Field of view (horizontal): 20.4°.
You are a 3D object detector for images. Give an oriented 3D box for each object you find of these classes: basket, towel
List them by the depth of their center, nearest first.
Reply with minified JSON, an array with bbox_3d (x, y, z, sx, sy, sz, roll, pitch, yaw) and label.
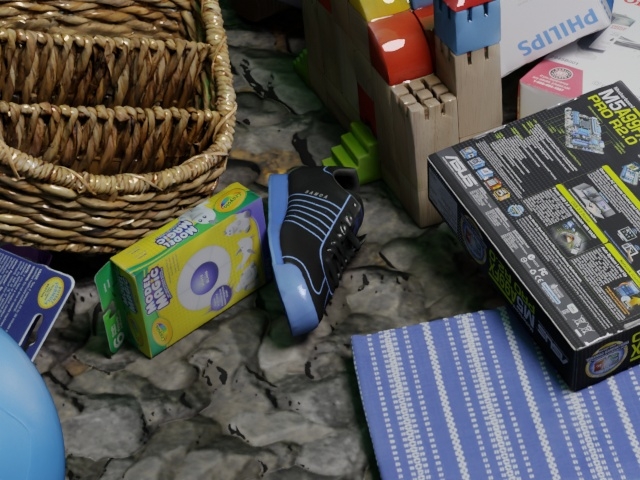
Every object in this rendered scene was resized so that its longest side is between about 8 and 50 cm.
[{"bbox_3d":[0.207,0.142,1.546,0.336,0.040,0.243,-11,41,-3],"label":"towel"},{"bbox_3d":[-0.228,-0.130,1.708,0.299,0.223,0.213,2,37,-32],"label":"basket"}]

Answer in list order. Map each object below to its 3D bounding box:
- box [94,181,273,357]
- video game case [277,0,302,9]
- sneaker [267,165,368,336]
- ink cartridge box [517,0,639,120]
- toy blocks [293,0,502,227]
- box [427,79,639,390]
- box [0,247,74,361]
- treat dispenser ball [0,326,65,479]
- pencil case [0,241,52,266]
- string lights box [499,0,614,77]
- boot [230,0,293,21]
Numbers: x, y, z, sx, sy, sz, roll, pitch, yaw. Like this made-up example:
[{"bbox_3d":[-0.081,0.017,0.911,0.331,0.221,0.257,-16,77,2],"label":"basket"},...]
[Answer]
[{"bbox_3d":[-0.128,0.032,1.665,0.179,0.105,0.043,-32,45,-27],"label":"box"},{"bbox_3d":[0.072,-0.335,2.065,0.275,0.035,0.248,19,49,2],"label":"video game case"},{"bbox_3d":[0.000,0.000,1.705,0.090,0.081,0.232,-11,38,5],"label":"sneaker"},{"bbox_3d":[0.328,-0.162,1.853,0.159,0.092,0.218,23,45,31],"label":"ink cartridge box"},{"bbox_3d":[0.077,-0.205,1.805,0.191,0.261,0.381,-19,40,-15],"label":"toy blocks"},{"bbox_3d":[0.252,-0.012,1.616,0.216,0.060,0.270,-22,50,-16],"label":"box"},{"bbox_3d":[-0.336,0.065,1.663,0.225,0.036,0.136,20,75,30],"label":"box"},{"bbox_3d":[-0.342,0.177,1.373,0.288,0.288,0.288,-4,39,3],"label":"treat dispenser ball"},{"bbox_3d":[-0.328,-0.043,1.809,0.088,0.086,0.206,17,32,-26],"label":"pencil case"},{"bbox_3d":[0.244,-0.267,1.913,0.133,0.076,0.259,-25,15,19],"label":"string lights box"},{"bbox_3d":[-0.064,-0.388,2.168,0.220,0.109,0.283,-30,47,-25],"label":"boot"}]
